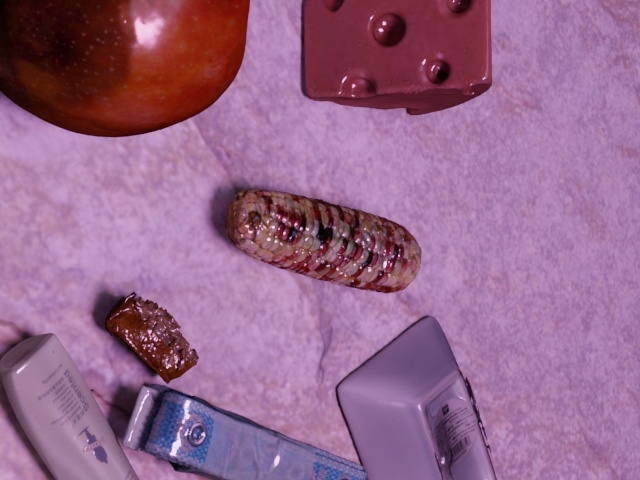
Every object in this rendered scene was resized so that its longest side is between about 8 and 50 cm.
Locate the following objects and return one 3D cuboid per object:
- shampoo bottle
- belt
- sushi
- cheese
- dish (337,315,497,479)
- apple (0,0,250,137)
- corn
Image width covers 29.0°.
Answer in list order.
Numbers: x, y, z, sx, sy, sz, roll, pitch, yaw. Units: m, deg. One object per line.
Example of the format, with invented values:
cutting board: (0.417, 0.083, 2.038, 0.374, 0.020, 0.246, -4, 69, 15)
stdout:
shampoo bottle: (-0.213, 0.182, 1.102, 0.072, 0.049, 0.212, -52, 124, -43)
belt: (-0.070, 0.214, 1.217, 0.302, 0.087, 0.072, 30, 77, -39)
sushi: (-0.155, 0.091, 1.162, 0.055, 0.052, 0.120, -50, 120, -15)
cheese: (0.102, -0.203, 1.379, 0.177, 0.203, 0.128, 13, 74, -74)
dish: (0.135, 0.231, 1.415, 0.182, 0.080, 0.243, -33, 111, -39)
apple: (-0.177, -0.193, 1.031, 0.230, 0.230, 0.230, 1, 88, -44)
corn: (0.000, 0.000, 1.289, 0.253, 0.086, 0.086, 14, 80, -41)
